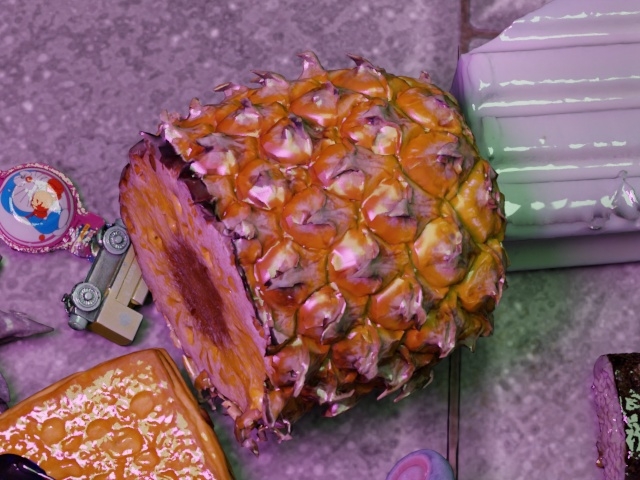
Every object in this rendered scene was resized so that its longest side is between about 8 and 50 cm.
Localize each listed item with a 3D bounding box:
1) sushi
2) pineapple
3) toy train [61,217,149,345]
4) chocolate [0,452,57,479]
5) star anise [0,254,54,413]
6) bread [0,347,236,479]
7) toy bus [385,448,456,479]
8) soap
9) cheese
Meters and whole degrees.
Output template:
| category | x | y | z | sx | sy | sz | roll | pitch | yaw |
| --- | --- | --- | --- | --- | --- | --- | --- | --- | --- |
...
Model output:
| category | x | y | z | sx | sy | sz | roll | pitch | yaw |
| --- | --- | --- | --- | --- | --- | --- | --- | --- | --- |
| sushi | 0.305 | 0.177 | 1.882 | 0.078 | 0.090 | 0.150 | 0 | 66 | -8 |
| pineapple | 0.002 | 0.001 | 1.815 | 0.300 | 0.352 | 0.352 | -17 | 69 | -20 |
| toy train | -0.198 | 0.041 | 1.919 | 0.081 | 0.050 | 0.122 | 30 | 67 | -15 |
| chocolate | -0.185 | 0.320 | 1.699 | 0.343 | 0.148 | 0.126 | 47 | 40 | -17 |
| star anise | -0.357 | 0.081 | 1.894 | 0.180 | 0.061 | 0.204 | -26 | 71 | -13 |
| bread | -0.200 | 0.228 | 1.828 | 0.235 | 0.099 | 0.210 | -29 | 70 | -8 |
| toy bus | 0.132 | 0.337 | 1.709 | 0.197 | 0.294 | 0.232 | 41 | 76 | -31 |
| soap | 0.353 | -0.119 | 1.969 | 0.446 | 0.156 | 0.261 | -5 | 68 | -5 |
| cheese | -0.264 | -0.022 | 1.954 | 0.145 | 0.038 | 0.095 | 28 | 70 | -5 |
